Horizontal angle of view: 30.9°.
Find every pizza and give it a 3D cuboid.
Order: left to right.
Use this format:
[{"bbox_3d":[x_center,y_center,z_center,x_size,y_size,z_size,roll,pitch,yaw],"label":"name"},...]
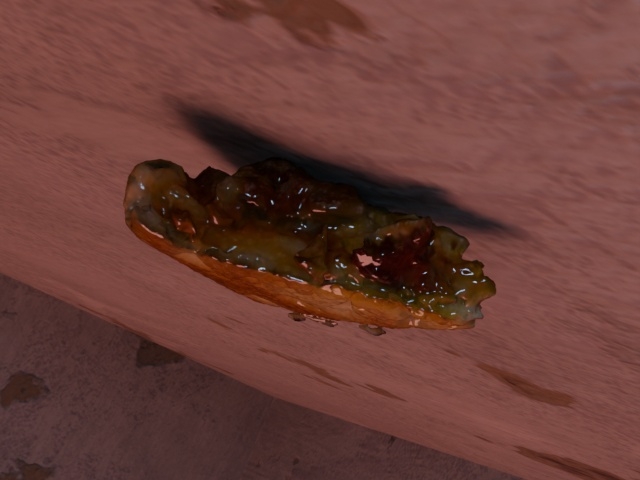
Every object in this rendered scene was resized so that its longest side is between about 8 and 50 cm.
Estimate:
[{"bbox_3d":[0.001,-0.001,0.591,0.194,0.069,0.154,10,165,26],"label":"pizza"}]
